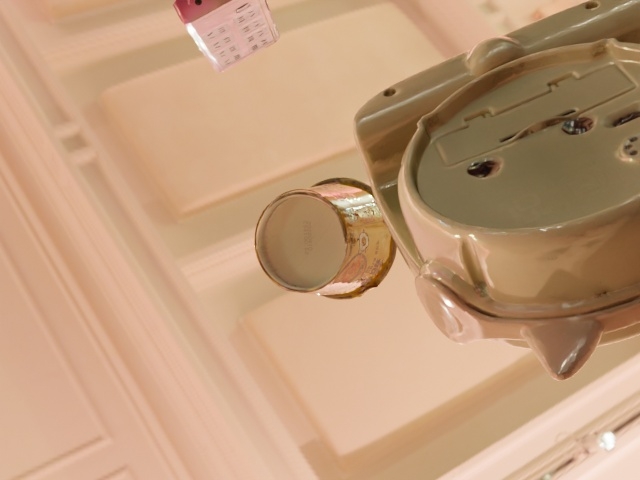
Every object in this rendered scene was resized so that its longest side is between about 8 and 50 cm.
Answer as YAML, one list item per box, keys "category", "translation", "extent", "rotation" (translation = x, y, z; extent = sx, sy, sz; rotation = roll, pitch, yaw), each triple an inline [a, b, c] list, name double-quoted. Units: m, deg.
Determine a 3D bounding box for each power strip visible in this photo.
- category: "power strip"
  translation: [-0.120, -0.292, 1.272]
  extent: [0.109, 0.279, 0.037]
  rotation: [-28, -94, 2]

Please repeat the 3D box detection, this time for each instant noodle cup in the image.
- category: "instant noodle cup"
  translation: [0.000, 0.000, 1.324]
  extent: [0.182, 0.182, 0.144]
  rotation: [43, -162, 16]

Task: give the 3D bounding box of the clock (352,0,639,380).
- category: "clock"
  translation: [0.176, -0.043, 0.681]
  extent: [0.265, 0.108, 0.324]
  rotation: [-22, -144, 5]
